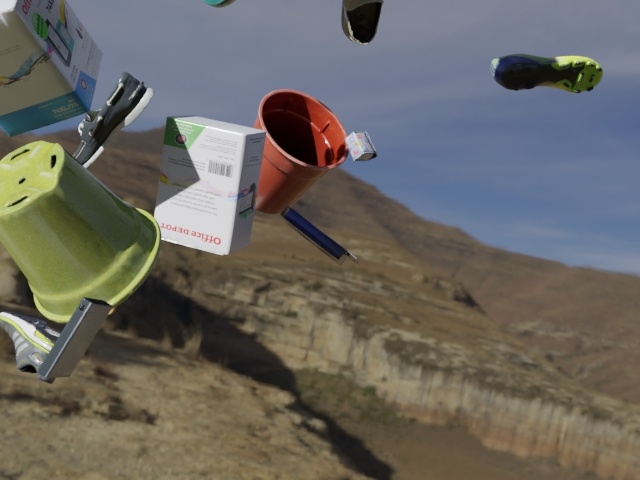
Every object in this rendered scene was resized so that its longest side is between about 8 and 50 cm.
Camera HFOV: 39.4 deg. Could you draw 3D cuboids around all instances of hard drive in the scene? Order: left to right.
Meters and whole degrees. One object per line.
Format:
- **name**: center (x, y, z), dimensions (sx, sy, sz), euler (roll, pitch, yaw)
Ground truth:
- **hard drive**: center (-0.388, 0.155, 1.417), dimensions (0.022, 0.135, 0.094), euler (31, -2, 10)

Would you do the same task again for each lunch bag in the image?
- **lunch bag**: center (0.112, -0.251, 2.369), dimensions (0.053, 0.071, 0.083), euler (-36, -19, 34)

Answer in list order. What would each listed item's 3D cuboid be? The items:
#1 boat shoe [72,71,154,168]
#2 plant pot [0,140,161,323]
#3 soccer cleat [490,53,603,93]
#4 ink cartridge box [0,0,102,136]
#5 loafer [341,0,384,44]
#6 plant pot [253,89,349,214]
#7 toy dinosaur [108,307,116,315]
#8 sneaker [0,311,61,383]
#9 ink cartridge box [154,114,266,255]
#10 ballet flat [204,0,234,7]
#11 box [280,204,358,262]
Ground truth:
- **boat shoe**: center (-0.520, -0.282, 2.134), dimensions (0.091, 0.302, 0.114), euler (39, 22, -22)
- **plant pot**: center (-0.472, -0.033, 1.619), dimensions (0.276, 0.276, 0.254), euler (12, -33, 37)
- **soccer cleat**: center (0.545, -0.413, 2.150), dimensions (0.289, 0.093, 0.121), euler (-4, 33, -19)
- **ink cartridge box**: center (-0.601, -0.389, 1.791), dimensions (0.197, 0.198, 0.270), euler (-14, -42, 14)
- **loafer**: center (0.088, -0.517, 1.825), dimensions (0.102, 0.268, 0.092), euler (-15, 43, -7)
- **plant pot**: center (-0.102, -0.224, 2.457), dimensions (0.272, 0.272, 0.265), euler (15, -41, -25)
- **toy dinosaur**: center (-0.577, 0.145, 2.438), dimensions (0.211, 0.112, 0.064), euler (2, 35, 8)
- **sneaker**: center (-0.718, 0.257, 2.190), dimensions (0.111, 0.121, 0.300), euler (23, -4, -43)
- **ink cartridge box**: center (-0.252, -0.127, 2.018), dimensions (0.201, 0.278, 0.117), euler (14, 14, 19)
- **ballet flat**: center (-0.085, -0.600, 1.781), dimensions (0.400, 0.139, 0.139), euler (-24, -24, 31)
- **box**: center (0.000, 0.000, 2.258), dimensions (0.225, 0.036, 0.136), euler (36, -4, 8)
